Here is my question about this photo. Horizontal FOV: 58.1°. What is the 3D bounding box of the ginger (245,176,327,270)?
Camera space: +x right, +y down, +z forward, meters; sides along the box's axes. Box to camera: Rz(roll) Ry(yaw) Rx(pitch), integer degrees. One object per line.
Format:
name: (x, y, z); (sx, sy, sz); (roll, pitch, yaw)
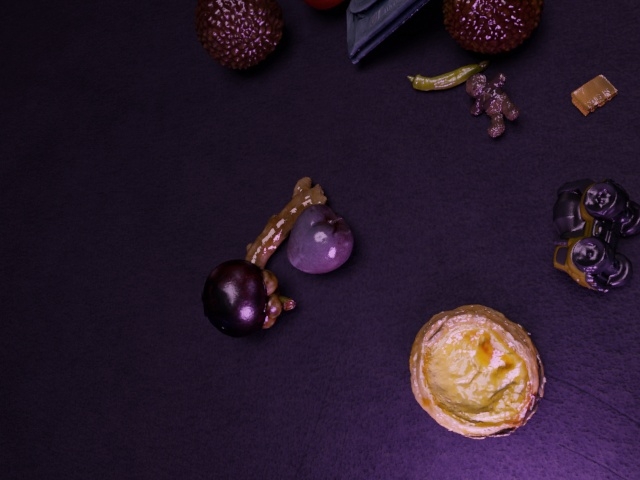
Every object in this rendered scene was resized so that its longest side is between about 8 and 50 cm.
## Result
ginger: (-0.099, -0.032, 1.510); (0.299, 0.065, 0.118); (-49, 48, 1)

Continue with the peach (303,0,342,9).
peach: (0.022, -0.781, 1.585); (0.281, 0.238, 0.281); (-50, 25, 34)

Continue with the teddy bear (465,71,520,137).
teddy bear: (0.413, -0.332, 1.373); (0.119, 0.078, 0.160); (-50, 62, 42)

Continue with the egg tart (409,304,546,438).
egg tart: (0.324, 0.273, 1.210); (0.279, 0.095, 0.279); (-5, 74, 18)

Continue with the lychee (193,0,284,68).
lychee: (-0.243, -0.634, 1.663); (0.267, 0.267, 0.267); (-7, 71, 22)

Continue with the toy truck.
toy truck: (0.547, -0.014, 1.183); (0.165, 0.147, 0.224); (7, 79, 51)

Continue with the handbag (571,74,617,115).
handbag: (0.617, -0.329, 1.303); (0.083, 0.027, 0.061); (-33, 62, 10)

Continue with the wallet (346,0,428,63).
wallet: (0.181, -0.643, 1.483); (0.342, 0.075, 0.237); (-30, 48, 45)

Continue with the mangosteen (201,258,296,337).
mangosteen: (-0.178, 0.142, 1.435); (0.230, 0.194, 0.194); (-4, 70, -4)

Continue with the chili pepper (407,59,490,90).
chili pepper: (0.324, -0.409, 1.457); (0.208, 0.043, 0.049); (-6, 46, 17)

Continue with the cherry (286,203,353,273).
cherry: (0.001, 0.004, 1.415); (0.176, 0.140, 0.176); (-4, 85, 44)

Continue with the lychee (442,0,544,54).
lychee: (0.399, -0.554, 1.353); (0.236, 0.271, 0.236); (8, 104, 33)
